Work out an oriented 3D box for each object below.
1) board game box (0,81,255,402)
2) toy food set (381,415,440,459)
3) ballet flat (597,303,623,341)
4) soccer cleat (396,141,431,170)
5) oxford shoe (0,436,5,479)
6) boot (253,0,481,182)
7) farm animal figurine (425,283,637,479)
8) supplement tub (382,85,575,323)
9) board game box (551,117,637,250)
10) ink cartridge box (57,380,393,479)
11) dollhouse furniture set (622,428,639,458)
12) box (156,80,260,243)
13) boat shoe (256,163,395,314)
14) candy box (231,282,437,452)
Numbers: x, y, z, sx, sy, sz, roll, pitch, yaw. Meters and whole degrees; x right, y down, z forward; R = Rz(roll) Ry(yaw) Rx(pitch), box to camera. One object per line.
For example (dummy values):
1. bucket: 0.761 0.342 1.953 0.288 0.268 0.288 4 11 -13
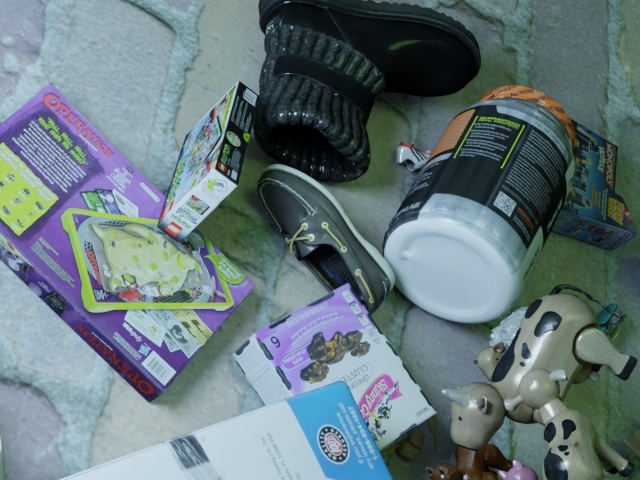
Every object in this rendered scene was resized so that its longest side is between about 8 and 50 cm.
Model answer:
1. board game box: -0.257 -0.001 1.696 0.347 0.056 0.208 45 51 -5
2. toy food set: 0.088 0.236 1.821 0.122 0.019 0.078 7 60 -24
3. ballet flat: 0.404 0.134 2.093 0.041 0.041 0.114 50 48 0
4. soccer cleat: 0.139 -0.112 2.057 0.083 0.029 0.036 21 78 -35
5. oxford shoe: -0.361 0.268 1.391 0.140 0.146 0.397 -7 69 -39
6. boot: 0.067 -0.196 1.979 0.348 0.131 0.260 10 51 -19
7. farm animal figurine: 0.247 0.193 1.728 0.172 0.330 0.327 36 67 -19
8. supplement tub: 0.224 -0.057 1.967 0.193 0.193 0.316 40 50 -9
9. board game box: 0.386 -0.077 2.189 0.194 0.060 0.194 29 51 -20
10. ink cartridge box: -0.099 0.348 1.513 0.395 0.166 0.285 -15 72 -38
11. dollhouse furniture set: 0.435 0.342 1.979 0.182 0.101 0.161 -12 47 -39
12. box: -0.132 -0.097 1.755 0.036 0.114 0.207 37 30 -19
13. boat shoe: 0.000 0.000 1.853 0.228 0.081 0.069 45 43 -8
14. candy box: 0.018 0.174 1.759 0.165 0.070 0.196 -27 78 -39
